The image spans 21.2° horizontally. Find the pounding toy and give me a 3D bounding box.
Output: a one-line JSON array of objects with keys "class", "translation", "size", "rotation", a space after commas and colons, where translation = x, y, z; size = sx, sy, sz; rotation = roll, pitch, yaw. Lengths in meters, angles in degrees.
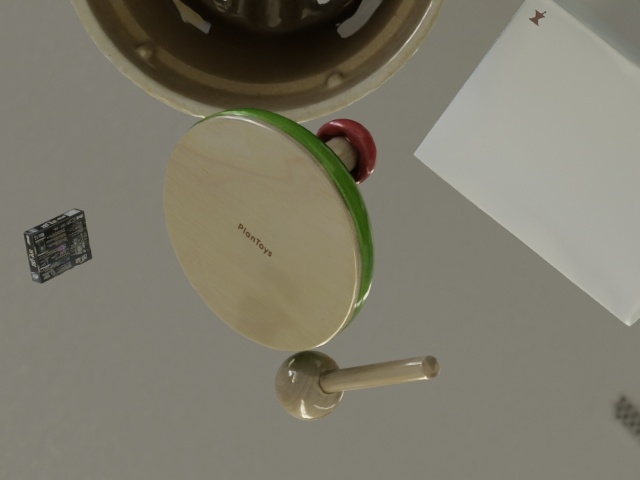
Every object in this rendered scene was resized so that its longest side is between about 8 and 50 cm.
[{"class": "pounding toy", "translation": [0.000, 0.000, 1.255], "size": [0.110, 0.183, 0.237], "rotation": [-32, -85, -44]}]

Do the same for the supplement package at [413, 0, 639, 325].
[{"class": "supplement package", "translation": [0.207, -0.081, 1.204], "size": [0.194, 0.149, 0.203], "rotation": [39, -153, 6]}]

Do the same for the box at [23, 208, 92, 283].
[{"class": "box", "translation": [-0.320, 0.006, 2.088], "size": [0.018, 0.067, 0.083], "rotation": [16, -146, 40]}]

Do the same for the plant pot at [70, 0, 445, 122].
[{"class": "plant pot", "translation": [-0.049, -0.283, 1.549], "size": [0.334, 0.334, 0.305], "rotation": [40, -172, -6]}]
